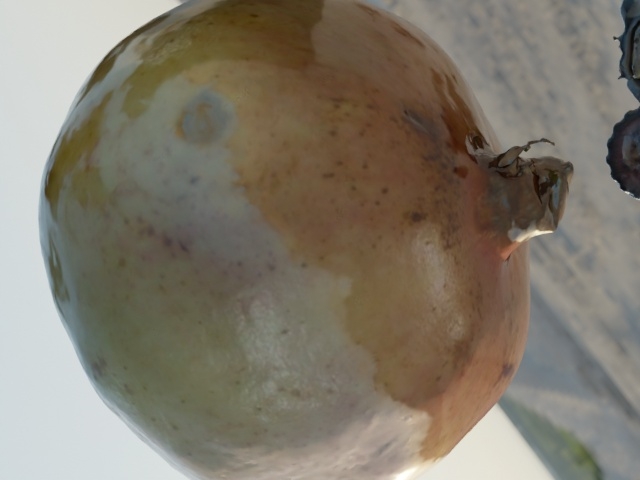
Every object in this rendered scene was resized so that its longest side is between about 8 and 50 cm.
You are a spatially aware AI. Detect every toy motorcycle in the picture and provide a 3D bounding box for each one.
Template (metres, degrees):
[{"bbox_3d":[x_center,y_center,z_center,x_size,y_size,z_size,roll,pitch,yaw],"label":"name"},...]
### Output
[{"bbox_3d":[0.272,-0.135,1.265,0.129,0.229,0.094,10,178,27],"label":"toy motorcycle"}]

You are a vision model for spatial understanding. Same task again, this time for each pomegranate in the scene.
[{"bbox_3d":[0.000,0.000,1.148,0.338,0.338,0.338,53,-179,-2],"label":"pomegranate"}]
